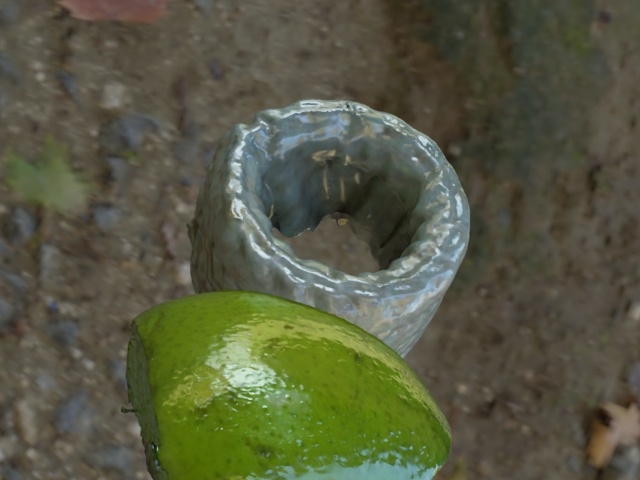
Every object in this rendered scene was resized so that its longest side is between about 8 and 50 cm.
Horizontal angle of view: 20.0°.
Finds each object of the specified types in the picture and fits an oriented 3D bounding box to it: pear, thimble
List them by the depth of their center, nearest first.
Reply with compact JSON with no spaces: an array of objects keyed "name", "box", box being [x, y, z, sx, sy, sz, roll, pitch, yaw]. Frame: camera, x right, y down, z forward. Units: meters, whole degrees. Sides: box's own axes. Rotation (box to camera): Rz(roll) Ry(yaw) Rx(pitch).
[{"name":"pear","box":[-0.018,0.115,1.345,0.239,0.288,0.139,-1,112,-13]},{"name":"thimble","box":[0.000,0.000,1.903,0.291,0.291,0.195,-20,153,-28]}]
